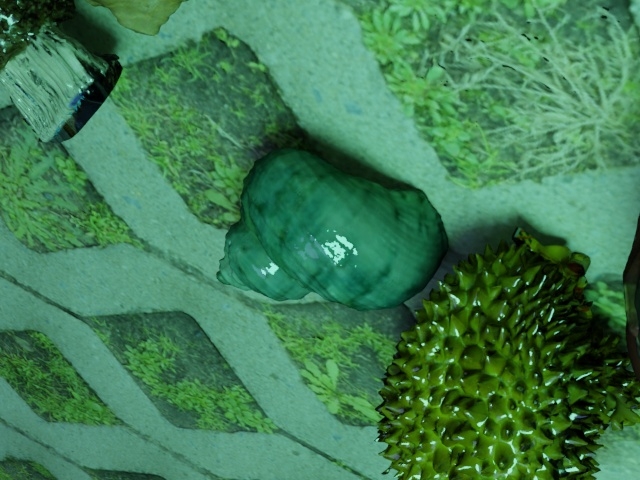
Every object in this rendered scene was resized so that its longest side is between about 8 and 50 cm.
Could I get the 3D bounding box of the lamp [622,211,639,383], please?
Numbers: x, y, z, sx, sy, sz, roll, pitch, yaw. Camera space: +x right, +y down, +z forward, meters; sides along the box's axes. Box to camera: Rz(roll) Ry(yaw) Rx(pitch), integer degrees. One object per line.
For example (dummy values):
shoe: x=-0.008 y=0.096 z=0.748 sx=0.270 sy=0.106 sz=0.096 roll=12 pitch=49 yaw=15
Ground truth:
lamp: x=0.336 y=0.047 z=0.556 sx=0.257 sy=0.303 sz=0.303 roll=6 pitch=143 yaw=-23

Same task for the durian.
durian: x=0.162 y=0.149 z=0.798 sx=0.258 sy=0.258 sz=0.293 roll=20 pitch=130 yaw=16

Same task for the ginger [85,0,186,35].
ginger: x=-0.184 y=-0.275 z=0.731 sx=0.216 sy=0.102 sz=0.157 roll=48 pitch=133 yaw=-12

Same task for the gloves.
gloves: x=-0.316 y=-0.232 z=0.811 sx=0.312 sy=0.135 sz=0.210 roll=55 pitch=175 yaw=-13

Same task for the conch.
conch: x=-0.003 y=0.002 z=0.841 sx=0.202 sy=0.134 sz=0.196 roll=-6 pitch=123 yaw=35
